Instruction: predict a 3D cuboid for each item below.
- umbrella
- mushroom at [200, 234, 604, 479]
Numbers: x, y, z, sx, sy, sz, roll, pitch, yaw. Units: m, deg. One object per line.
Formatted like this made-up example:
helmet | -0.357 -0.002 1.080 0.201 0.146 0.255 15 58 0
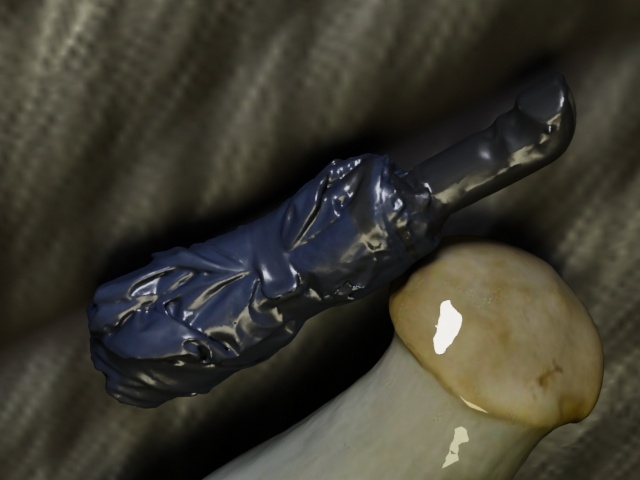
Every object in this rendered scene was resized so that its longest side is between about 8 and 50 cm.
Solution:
umbrella | 0.004 0.005 0.814 0.248 0.071 0.071 -25 131 19
mushroom | 0.000 0.135 0.888 0.122 0.159 0.329 46 121 11
